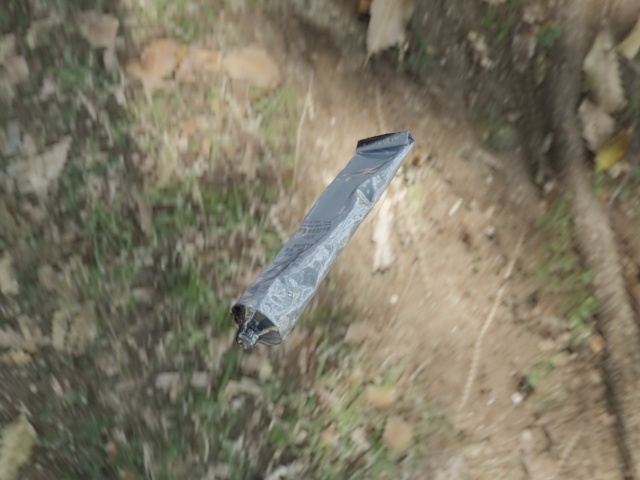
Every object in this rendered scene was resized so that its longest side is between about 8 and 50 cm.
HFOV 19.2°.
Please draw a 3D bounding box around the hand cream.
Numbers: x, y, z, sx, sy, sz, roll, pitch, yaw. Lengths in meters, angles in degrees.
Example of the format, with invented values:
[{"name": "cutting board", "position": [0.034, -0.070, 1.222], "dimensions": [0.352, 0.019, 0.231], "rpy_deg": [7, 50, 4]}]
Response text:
[{"name": "hand cream", "position": [0.000, 0.000, 0.609], "dimensions": [0.019, 0.030, 0.093], "rpy_deg": [51, 58, -20]}]
